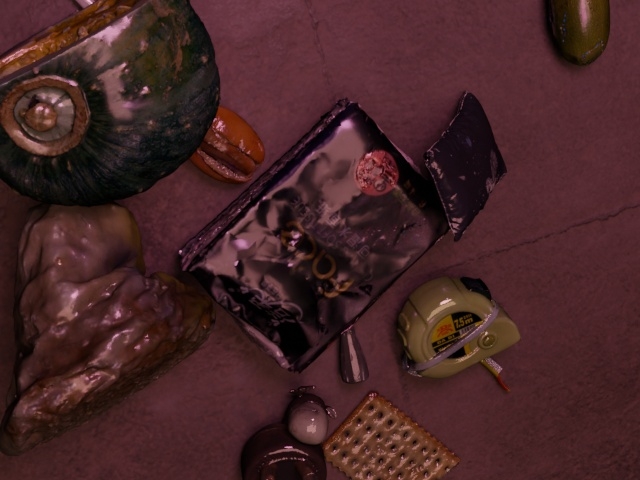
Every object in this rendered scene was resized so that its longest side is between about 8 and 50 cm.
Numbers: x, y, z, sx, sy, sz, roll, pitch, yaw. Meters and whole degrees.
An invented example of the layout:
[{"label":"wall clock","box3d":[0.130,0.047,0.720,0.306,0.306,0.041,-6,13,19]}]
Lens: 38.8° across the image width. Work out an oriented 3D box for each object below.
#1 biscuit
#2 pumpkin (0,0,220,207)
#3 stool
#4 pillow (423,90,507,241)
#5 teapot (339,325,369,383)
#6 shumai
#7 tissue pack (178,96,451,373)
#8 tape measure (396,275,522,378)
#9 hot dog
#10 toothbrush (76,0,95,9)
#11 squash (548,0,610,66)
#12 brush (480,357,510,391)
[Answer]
[{"label":"biscuit","box3d":[0.106,0.338,1.423,0.203,0.016,0.144,42,93,-20]},{"label":"pumpkin","box3d":[-0.251,-0.155,1.046,0.293,0.263,0.197,-24,118,5]},{"label":"stool","box3d":[-0.040,0.318,1.329,0.125,0.121,0.217,23,105,-18]},{"label":"pillow","box3d":[0.199,-0.103,1.236,0.055,0.208,0.141,-12,116,35]},{"label":"teapot","box3d":[0.044,0.154,1.340,0.043,0.043,0.110,-12,106,-10]},{"label":"shumai","box3d":[-0.309,0.080,1.125,0.304,0.309,0.263,-30,82,-17]},{"label":"tissue pack","box3d":[0.000,0.000,1.238,0.332,0.123,0.245,-43,109,1]},{"label":"tape measure","box3d":[0.190,0.125,1.341,0.177,0.087,0.154,-29,123,-2]},{"label":"hot dog","box3d":[-0.135,-0.131,1.196,0.090,0.060,0.140,-45,114,1]},{"label":"toothbrush","box3d":[-0.272,-0.279,1.141,0.030,0.030,0.304,-43,109,1]},{"label":"squash","box3d":[0.340,-0.397,1.225,0.087,0.087,0.331,-15,107,-9]},{"label":"brush","box3d":[0.277,0.207,1.424,0.021,0.019,0.083,-45,110,-8]}]
